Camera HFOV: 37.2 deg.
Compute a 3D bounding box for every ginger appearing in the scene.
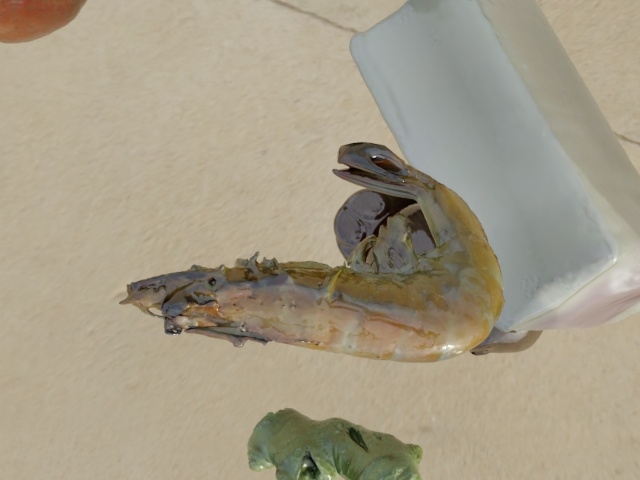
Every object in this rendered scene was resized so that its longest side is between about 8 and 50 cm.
[{"bbox_3d":[0.018,0.302,1.297,0.290,0.137,0.089,6,107,32],"label":"ginger"}]

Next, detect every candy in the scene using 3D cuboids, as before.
[{"bbox_3d":[0.195,-0.087,0.928,0.145,0.208,0.358,-36,69,31],"label":"candy"}]

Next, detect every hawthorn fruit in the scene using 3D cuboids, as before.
[{"bbox_3d":[-0.408,-0.338,1.135,0.210,0.262,0.210,11,108,37],"label":"hawthorn fruit"}]

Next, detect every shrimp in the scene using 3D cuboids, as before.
[{"bbox_3d":[0.000,-0.001,0.449,0.178,0.034,0.124,4,56,-5],"label":"shrimp"}]

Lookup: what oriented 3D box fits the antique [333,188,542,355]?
[{"bbox_3d":[0.141,0.042,0.989,0.257,0.143,0.121,35,94,-38],"label":"antique"}]
